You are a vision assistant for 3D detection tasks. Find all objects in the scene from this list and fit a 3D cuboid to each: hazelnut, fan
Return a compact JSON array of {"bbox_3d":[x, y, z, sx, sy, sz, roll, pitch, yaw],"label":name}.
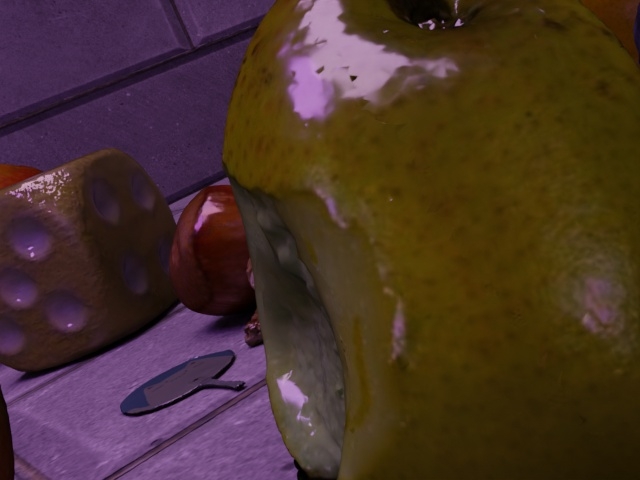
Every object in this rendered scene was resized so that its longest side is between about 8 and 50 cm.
[{"bbox_3d":[-0.086,0.015,0.950,0.150,0.150,0.150,-23,10,4],"label":"hazelnut"},{"bbox_3d":[-0.112,0.124,0.783,0.113,0.005,0.175,-30,12,-33],"label":"fan"}]

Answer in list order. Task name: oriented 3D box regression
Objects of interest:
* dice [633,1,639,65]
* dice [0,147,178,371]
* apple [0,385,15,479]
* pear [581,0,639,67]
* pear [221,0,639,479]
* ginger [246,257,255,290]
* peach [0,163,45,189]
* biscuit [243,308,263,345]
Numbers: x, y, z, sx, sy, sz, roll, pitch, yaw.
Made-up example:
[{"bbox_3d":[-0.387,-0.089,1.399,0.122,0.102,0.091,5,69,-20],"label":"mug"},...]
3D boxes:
[{"bbox_3d":[0.274,-0.078,0.440,0.183,0.182,0.181,-21,9,9],"label":"dice"},{"bbox_3d":[-0.333,0.021,1.185,0.227,0.233,0.238,-20,11,18],"label":"dice"},{"bbox_3d":[-0.312,0.119,0.421,0.319,0.319,0.277,-30,20,-30],"label":"apple"},{"bbox_3d":[0.421,-0.360,1.314,0.336,0.285,0.285,-24,10,10],"label":"pear"},{"bbox_3d":[0.043,-0.005,0.431,0.159,0.292,0.292,-17,7,-19],"label":"pear"},{"bbox_3d":[0.001,-0.003,0.857,0.165,0.067,0.096,-28,-14,-20],"label":"ginger"},{"bbox_3d":[-0.547,0.031,1.428,0.373,0.290,0.372,-32,-25,-17],"label":"peach"},{"bbox_3d":[0.039,0.036,0.847,0.231,0.025,0.131,-21,10,14],"label":"biscuit"}]
